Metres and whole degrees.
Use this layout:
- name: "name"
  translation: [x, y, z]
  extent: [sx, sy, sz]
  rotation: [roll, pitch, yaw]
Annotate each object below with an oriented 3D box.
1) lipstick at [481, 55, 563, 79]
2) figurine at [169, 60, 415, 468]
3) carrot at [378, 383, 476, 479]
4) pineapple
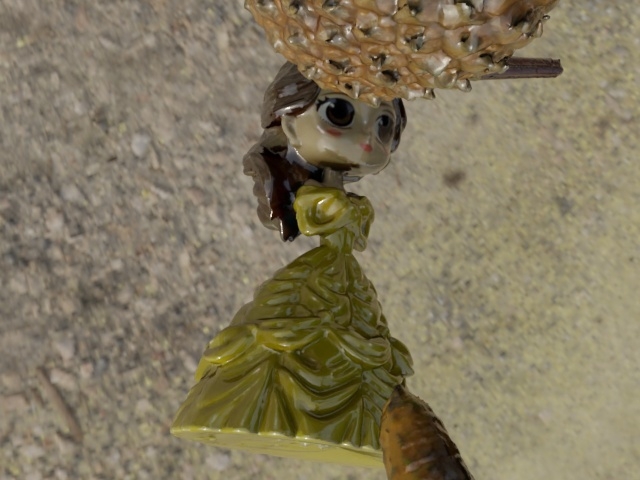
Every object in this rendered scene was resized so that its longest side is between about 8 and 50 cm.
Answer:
- name: "lipstick"
  translation: [0.155, -0.151, 1.096]
  extent: [0.177, 0.027, 0.027]
  rotation: [-6, 124, -42]
- name: "figurine"
  translation: [0.002, -0.001, 0.924]
  extent: [0.187, 0.168, 0.315]
  rotation: [8, 75, -8]
- name: "carrot"
  translation: [0.094, 0.219, 0.650]
  extent: [0.066, 0.314, 0.066]
  rotation: [-20, 158, -9]
- name: "pineapple"
  translation: [0.076, -0.191, 0.713]
  extent: [0.202, 0.362, 0.201]
  rotation: [0, 88, -15]
